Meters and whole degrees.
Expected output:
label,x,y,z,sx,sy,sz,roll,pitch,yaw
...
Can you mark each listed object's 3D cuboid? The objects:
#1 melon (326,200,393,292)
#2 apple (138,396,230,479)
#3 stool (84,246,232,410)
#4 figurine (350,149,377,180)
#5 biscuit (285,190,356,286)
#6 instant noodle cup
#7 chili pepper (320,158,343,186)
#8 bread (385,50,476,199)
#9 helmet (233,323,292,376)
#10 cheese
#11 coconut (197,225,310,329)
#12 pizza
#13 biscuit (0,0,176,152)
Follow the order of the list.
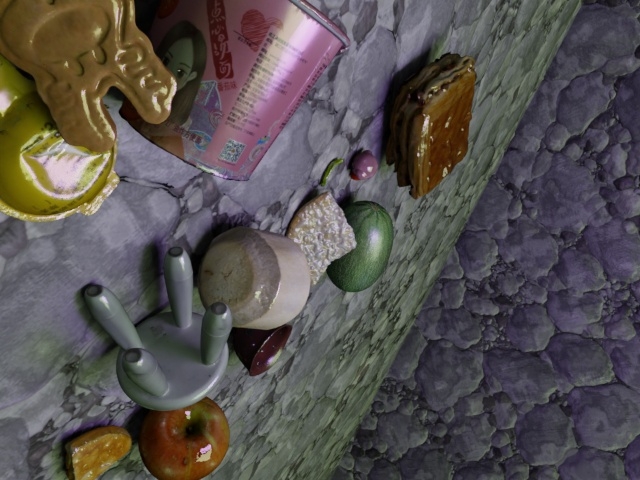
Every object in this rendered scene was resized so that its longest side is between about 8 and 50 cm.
label,x,y,z,sx,sy,sz,roll,pitch,yaw
melon,0.100,0.027,1.449,0.182,0.182,0.288,-23,135,-53
apple,-0.299,0.434,1.161,0.196,0.196,0.196,-43,152,-30
stool,-0.257,0.152,0.886,0.195,0.195,0.199,-27,144,-28
figurine,0.114,-0.193,1.354,0.071,0.067,0.083,78,29,-84
biscuit,0.000,0.000,1.307,0.188,0.040,0.265,2,119,-25
instant noodle cup,-0.120,-0.224,0.689,0.231,0.243,0.243,-57,157,15
chili pepper,0.023,-0.166,1.273,0.083,0.017,0.030,-57,157,4
bread,0.280,-0.309,1.415,0.277,0.167,0.325,-43,143,-30
helmet,-0.154,0.246,1.309,0.155,0.106,0.175,-48,156,-17
cheese,-0.327,-0.118,0.595,0.177,0.069,0.270,-56,150,-13
coconut,-0.126,0.077,1.058,0.202,0.202,0.222,-61,153,6
pizza,-0.445,0.414,1.023,0.134,0.046,0.175,-53,155,-14
biscuit,-0.249,-0.211,0.536,0.144,0.040,0.236,-30,123,-7
